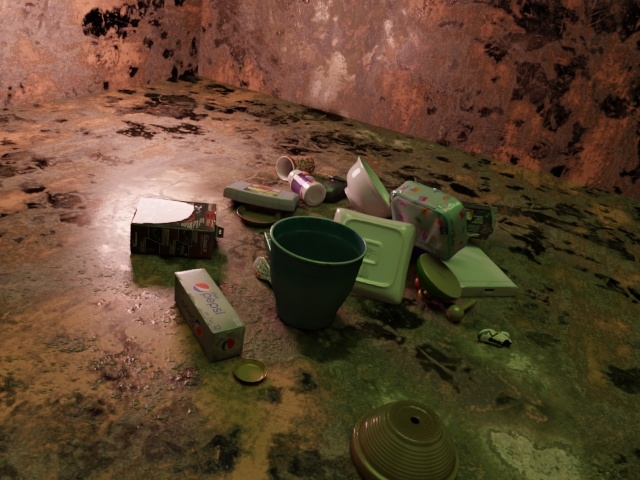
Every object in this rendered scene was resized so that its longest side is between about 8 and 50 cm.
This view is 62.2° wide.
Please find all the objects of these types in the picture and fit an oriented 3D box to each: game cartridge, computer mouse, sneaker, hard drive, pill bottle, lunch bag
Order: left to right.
[{"bbox_3d":[-0.237,-0.182,2.169,0.294,0.060,0.196,12,19,2],"label":"game cartridge"},{"bbox_3d":[-0.155,0.107,1.700,0.158,0.061,0.065,37,10,39],"label":"sneaker"},{"bbox_3d":[-0.067,-0.236,2.311,0.108,0.108,0.193,-6,32,-30],"label":"pill bottle"},{"bbox_3d":[0.067,-0.244,2.419,0.188,0.072,0.272,25,30,23],"label":"computer mouse"},{"bbox_3d":[0.363,-0.062,1.794,0.108,0.224,0.279,-32,41,-26],"label":"lunch bag"},{"bbox_3d":[0.539,0.090,1.980,0.233,0.047,0.353,1,28,-17],"label":"hard drive"},{"bbox_3d":[0.524,0.294,1.592,0.109,0.040,0.043,5,30,-10],"label":"sneaker"}]

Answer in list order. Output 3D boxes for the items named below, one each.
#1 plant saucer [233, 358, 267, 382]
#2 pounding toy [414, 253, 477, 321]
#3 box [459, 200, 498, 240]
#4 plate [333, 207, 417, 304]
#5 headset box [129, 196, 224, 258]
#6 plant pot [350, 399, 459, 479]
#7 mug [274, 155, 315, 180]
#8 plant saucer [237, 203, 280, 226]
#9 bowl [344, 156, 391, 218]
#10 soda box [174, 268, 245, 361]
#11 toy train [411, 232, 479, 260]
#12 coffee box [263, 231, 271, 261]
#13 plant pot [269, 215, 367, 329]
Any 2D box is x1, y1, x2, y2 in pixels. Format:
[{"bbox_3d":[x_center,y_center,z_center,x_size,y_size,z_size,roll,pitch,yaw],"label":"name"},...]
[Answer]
[{"bbox_3d":[-0.172,0.323,1.303,0.083,0.015,0.083,9,27,-4],"label":"plant saucer"},{"bbox_3d":[0.379,0.166,1.747,0.237,0.110,0.183,51,31,12],"label":"pounding toy"},{"bbox_3d":[0.586,-0.086,2.163,0.163,0.142,0.247,6,8,-10],"label":"box"},{"bbox_3d":[0.156,0.044,1.725,0.277,0.278,0.045,14,-14,5],"label":"plate"},{"bbox_3d":[-0.474,-0.044,1.791,0.293,0.110,0.218,4,28,-12],"label":"headset box"},{"bbox_3d":[0.189,0.425,1.141,0.237,0.109,0.237,8,28,-4],"label":"plant pot"},{"bbox_3d":[-0.126,-0.359,2.529,0.150,0.113,0.169,31,30,30],"label":"mug"},{"bbox_3d":[-0.241,-0.096,2.066,0.168,0.029,0.168,8,28,-4],"label":"plant saucer"},{"bbox_3d":[0.196,-0.196,2.243,0.298,0.134,0.298,51,16,-21],"label":"bowl"},{"bbox_3d":[-0.302,0.191,1.417,0.091,0.098,0.286,-9,33,-32],"label":"soda box"},{"bbox_3d":[0.454,-0.012,1.962,0.248,0.105,0.143,-15,21,15],"label":"toy train"},{"bbox_3d":[-0.130,0.030,1.851,0.113,0.040,0.184,3,28,-16],"label":"coffee box"},{"bbox_3d":[-0.026,0.102,1.519,0.272,0.255,0.271,9,27,-5],"label":"plant pot"}]
